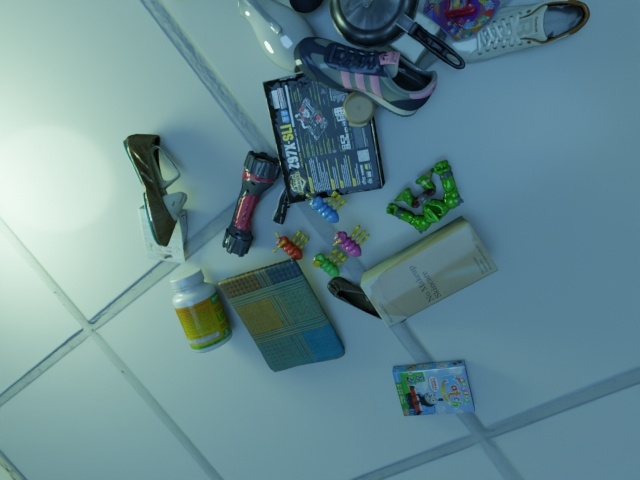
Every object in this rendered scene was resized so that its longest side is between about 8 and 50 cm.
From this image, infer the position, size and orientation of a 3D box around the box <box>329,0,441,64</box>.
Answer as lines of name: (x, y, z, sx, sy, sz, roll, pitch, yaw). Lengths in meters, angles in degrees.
box: (0.137, -0.519, 0.971, 0.275, 0.113, 0.094, 38, 114, 2)

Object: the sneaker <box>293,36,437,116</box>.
sneaker: (0.105, -0.383, 0.926, 0.320, 0.131, 0.111, 15, 74, -15)

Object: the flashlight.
flashlight: (-0.200, -0.097, 1.212, 0.103, 0.103, 0.303, 22, 111, 4)

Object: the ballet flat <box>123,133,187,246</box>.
ballet flat: (-0.466, -0.158, 1.248, 0.124, 0.116, 0.341, -18, 86, -5)

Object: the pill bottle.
pill bottle: (-0.383, 0.217, 1.348, 0.137, 0.136, 0.245, -13, 104, 19)

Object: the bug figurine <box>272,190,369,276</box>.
bug figurine: (0.000, 0.000, 1.161, 0.216, 0.072, 0.279, 37, 133, -7)

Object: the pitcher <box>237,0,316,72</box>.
pitcher: (-0.110, -0.507, 1.006, 0.125, 0.178, 0.207, -43, 92, 18)

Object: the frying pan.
frying pan: (0.142, -0.460, 0.908, 0.197, 0.053, 0.325, -28, 97, 25)

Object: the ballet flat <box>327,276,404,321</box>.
ballet flat: (0.134, 0.178, 1.233, 0.250, 0.058, 0.084, 25, 113, 6)

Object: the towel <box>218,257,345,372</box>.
towel: (-0.112, 0.236, 1.296, 0.272, 0.040, 0.369, -18, 113, 20)

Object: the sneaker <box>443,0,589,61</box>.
sneaker: (0.411, -0.457, 0.910, 0.291, 0.123, 0.105, -8, 108, 19)

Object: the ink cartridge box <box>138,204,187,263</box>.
ink cartridge box: (-0.493, -0.020, 1.358, 0.146, 0.045, 0.179, 7, 119, 12)

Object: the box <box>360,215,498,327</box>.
box: (0.272, 0.081, 1.106, 0.311, 0.121, 0.147, -33, 95, 14)

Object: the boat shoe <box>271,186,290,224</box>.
boat shoe: (-0.104, -0.101, 1.213, 0.038, 0.046, 0.125, 27, 116, 6)

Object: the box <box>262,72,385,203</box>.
box: (0.014, -0.272, 1.098, 0.258, 0.079, 0.321, -8, 105, 16)

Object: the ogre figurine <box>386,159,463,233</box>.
ogre figurine: (0.270, -0.099, 1.084, 0.197, 0.097, 0.118, -39, 83, 12)

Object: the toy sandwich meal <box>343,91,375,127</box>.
toy sandwich meal: (0.094, -0.313, 1.014, 0.086, 0.029, 0.085, 3, 104, 11)

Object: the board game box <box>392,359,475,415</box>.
board game box: (0.338, 0.445, 1.278, 0.212, 0.039, 0.159, -12, 104, 18)

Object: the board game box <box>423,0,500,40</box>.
board game box: (0.303, -0.527, 0.925, 0.133, 0.033, 0.168, -44, 67, 21)

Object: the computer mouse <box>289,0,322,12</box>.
computer mouse: (-0.077, -0.676, 0.989, 0.184, 0.060, 0.261, 7, 102, 14)

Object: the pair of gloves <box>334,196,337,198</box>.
pair of gloves: (0.035, -0.164, 1.172, 0.083, 0.010, 0.074, 40, 114, 1)
